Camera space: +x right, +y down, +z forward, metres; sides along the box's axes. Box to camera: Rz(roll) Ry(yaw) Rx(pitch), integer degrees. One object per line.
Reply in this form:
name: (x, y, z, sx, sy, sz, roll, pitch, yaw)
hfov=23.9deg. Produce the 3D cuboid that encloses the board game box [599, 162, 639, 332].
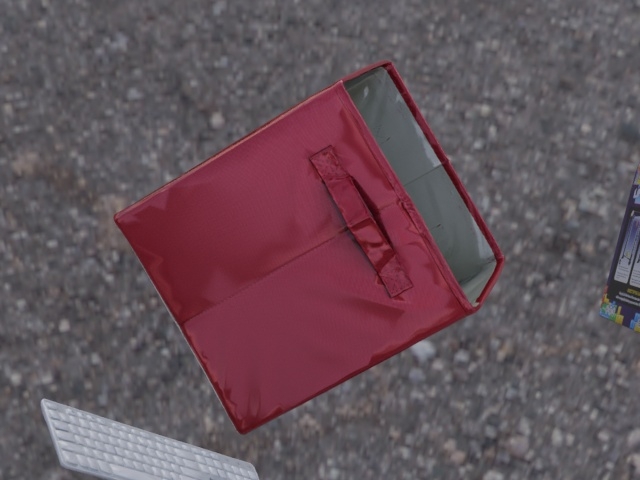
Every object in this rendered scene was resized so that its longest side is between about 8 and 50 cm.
board game box: (0.287, 0.010, 1.234, 0.048, 0.170, 0.141, 15, 93, -6)

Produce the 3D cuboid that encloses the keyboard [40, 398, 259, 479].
keyboard: (-0.133, 0.193, 1.299, 0.014, 0.256, 0.072, -49, 46, 15)

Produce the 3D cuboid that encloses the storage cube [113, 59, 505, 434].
storage cube: (0.000, 0.000, 1.103, 0.193, 0.215, 0.183, -30, 93, 16)
